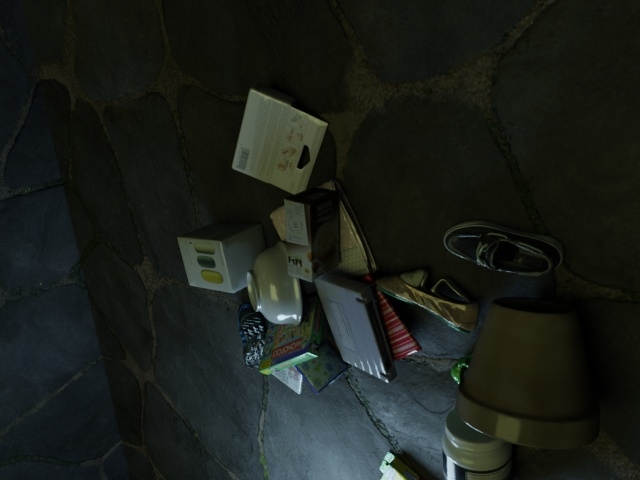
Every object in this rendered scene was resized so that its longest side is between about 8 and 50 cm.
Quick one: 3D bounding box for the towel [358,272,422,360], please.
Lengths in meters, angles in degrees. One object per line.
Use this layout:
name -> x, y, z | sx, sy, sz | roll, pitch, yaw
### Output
towel -> 0.187, 0.239, 1.688 | 0.275, 0.031, 0.199 | 55, 152, 7

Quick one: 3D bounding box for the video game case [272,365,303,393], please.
video game case -> -0.130, 0.511, 2.154 | 0.157, 0.019, 0.143 | 28, 127, 30

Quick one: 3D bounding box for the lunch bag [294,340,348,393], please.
lunch bag -> -0.002, 0.448, 1.910 | 0.129, 0.151, 0.096 | 48, 134, 14

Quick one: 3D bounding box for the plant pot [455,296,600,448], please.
plant pot -> 0.491, 0.288, 1.295 | 0.323, 0.323, 0.280 | 6, 97, 41

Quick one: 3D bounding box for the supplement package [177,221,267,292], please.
supplement package -> -0.353, 0.055, 2.015 | 0.262, 0.198, 0.199 | 4, 111, 42

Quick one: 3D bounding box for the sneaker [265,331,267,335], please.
sneaker -> -0.158, 0.398, 2.098 | 0.144, 0.059, 0.053 | 52, 133, 10

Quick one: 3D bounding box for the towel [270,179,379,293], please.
towel -> 0.000, 0.000, 1.768 | 0.332, 0.053, 0.317 | -23, 93, 45

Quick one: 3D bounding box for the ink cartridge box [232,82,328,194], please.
ink cartridge box -> -0.127, -0.310, 1.730 | 0.261, 0.066, 0.296 | 24, 129, 2

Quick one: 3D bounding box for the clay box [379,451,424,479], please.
clay box -> 0.295, 0.852, 1.897 | 0.222, 0.053, 0.127 | 34, 129, 26

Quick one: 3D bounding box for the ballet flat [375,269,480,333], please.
ballet flat -> 0.305, 0.144, 1.534 | 0.316, 0.107, 0.106 | 26, 105, 26

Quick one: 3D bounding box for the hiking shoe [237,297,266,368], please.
hiking shoe -> -0.267, 0.377, 2.181 | 0.132, 0.113, 0.304 | -121, 27, -51

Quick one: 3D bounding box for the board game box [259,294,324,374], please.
board game box -> -0.101, 0.337, 1.928 | 0.046, 0.213, 0.317 | 28, 143, -26

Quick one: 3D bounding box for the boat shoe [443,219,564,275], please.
boat shoe -> 0.429, 0.026, 1.342 | 0.301, 0.102, 0.108 | 15, 119, 38

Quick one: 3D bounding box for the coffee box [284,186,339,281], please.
coffee box -> -0.024, -0.020, 1.643 | 0.098, 0.141, 0.246 | 16, 120, 35

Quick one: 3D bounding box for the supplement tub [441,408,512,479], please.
supplement tub -> 0.444, 0.629, 1.552 | 0.191, 0.191, 0.272 | 11, 116, 40

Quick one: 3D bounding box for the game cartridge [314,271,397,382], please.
game cartridge -> 0.110, 0.267, 1.727 | 0.230, 0.068, 0.355 | 20, 135, 52

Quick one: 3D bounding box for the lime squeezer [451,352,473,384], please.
lime squeezer -> 0.435, 0.369, 1.535 | 0.110, 0.059, 0.310 | 43, 132, 20

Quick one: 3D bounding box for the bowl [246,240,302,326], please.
bowl -> -0.169, 0.158, 1.851 | 0.298, 0.134, 0.298 | 170, 90, -71
